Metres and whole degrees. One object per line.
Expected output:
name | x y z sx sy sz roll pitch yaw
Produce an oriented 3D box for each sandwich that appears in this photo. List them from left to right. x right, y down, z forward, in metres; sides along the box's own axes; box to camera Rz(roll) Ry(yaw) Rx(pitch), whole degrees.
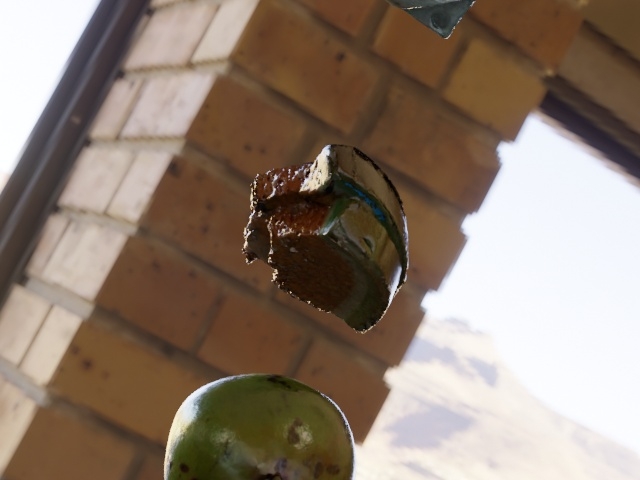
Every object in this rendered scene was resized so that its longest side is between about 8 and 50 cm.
sandwich | 0.008 0.002 1.242 0.159 0.079 0.235 10 -30 -3

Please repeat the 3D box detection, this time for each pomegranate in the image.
pomegranate | -0.049 0.188 1.126 0.156 0.156 0.220 27 -15 6

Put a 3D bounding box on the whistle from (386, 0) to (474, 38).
whistle | 0.007 -0.297 1.267 0.312 0.062 0.062 34 -8 -6
